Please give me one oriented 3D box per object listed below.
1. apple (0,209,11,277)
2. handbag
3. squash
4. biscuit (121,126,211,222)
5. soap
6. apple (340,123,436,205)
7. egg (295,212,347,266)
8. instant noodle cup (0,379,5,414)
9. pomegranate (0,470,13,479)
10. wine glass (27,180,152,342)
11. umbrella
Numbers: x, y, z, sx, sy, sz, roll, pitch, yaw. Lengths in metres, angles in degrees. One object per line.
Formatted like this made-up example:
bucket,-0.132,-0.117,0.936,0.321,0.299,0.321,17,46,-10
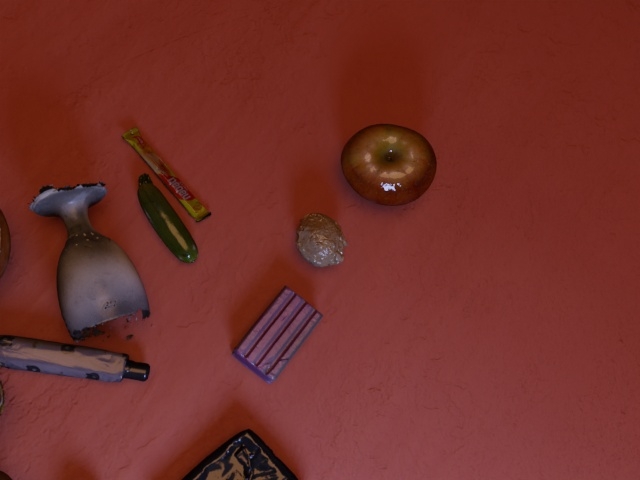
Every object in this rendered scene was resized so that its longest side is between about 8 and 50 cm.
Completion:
apple,-0.802,0.020,1.639,0.293,0.163,0.251,-6,82,0
handbag,-0.184,0.576,1.648,0.275,0.088,0.244,-41,83,-17
squash,-0.372,-0.051,1.806,0.066,0.066,0.252,-33,81,-19
biscuit,-0.377,-0.159,1.859,0.292,0.026,0.048,48,51,4
soap,-0.100,0.220,1.782,0.122,0.065,0.203,39,70,1
apple,0.169,-0.186,1.913,0.235,0.173,0.210,28,74,7
egg,0.000,0.000,1.845,0.118,0.116,0.140,-20,77,12
instant noodle cup,-0.802,0.255,1.437,0.340,0.265,0.339,0,38,0
pomegranate,-0.689,0.563,1.446,0.281,0.281,0.281,3,73,-11
wine glass,-0.508,0.051,1.682,0.191,0.190,0.356,-19,79,-17
umbrella,-0.546,0.264,1.671,0.338,0.067,0.073,10,85,-9
